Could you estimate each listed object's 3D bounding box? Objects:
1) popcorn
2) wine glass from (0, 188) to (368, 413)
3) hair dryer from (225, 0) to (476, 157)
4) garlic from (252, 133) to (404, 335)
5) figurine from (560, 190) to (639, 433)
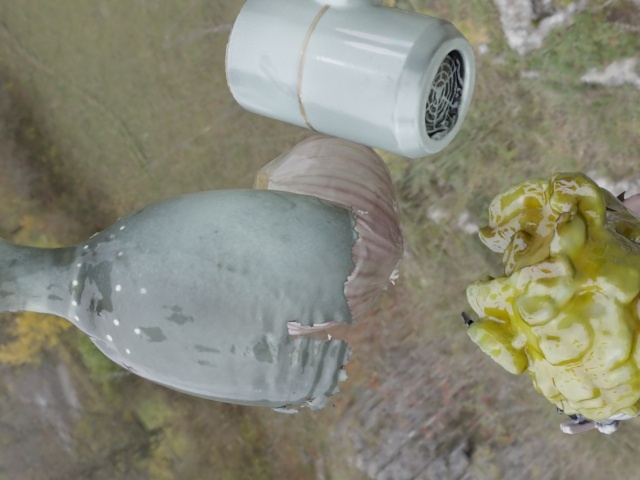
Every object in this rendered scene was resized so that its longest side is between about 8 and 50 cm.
[{"bbox_3d":[0.216,0.046,0.893,0.189,0.218,0.169,32,123,-31],"label":"popcorn"},{"bbox_3d":[-0.136,0.041,0.867,0.190,0.356,0.191,-174,90,-78],"label":"wine glass"},{"bbox_3d":[0.040,-0.249,0.762,0.173,0.107,0.357,18,112,28],"label":"hair dryer"},{"bbox_3d":[0.000,0.000,1.587,0.259,0.318,0.317,17,152,-6],"label":"garlic"},{"bbox_3d":[0.398,0.092,1.304,0.211,0.253,0.361,52,163,20],"label":"figurine"}]
